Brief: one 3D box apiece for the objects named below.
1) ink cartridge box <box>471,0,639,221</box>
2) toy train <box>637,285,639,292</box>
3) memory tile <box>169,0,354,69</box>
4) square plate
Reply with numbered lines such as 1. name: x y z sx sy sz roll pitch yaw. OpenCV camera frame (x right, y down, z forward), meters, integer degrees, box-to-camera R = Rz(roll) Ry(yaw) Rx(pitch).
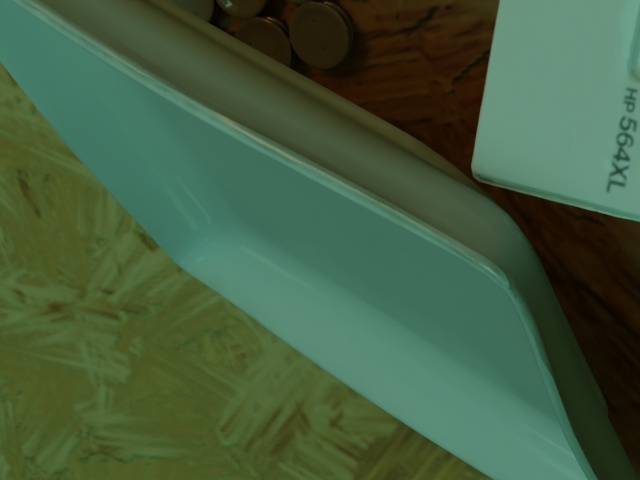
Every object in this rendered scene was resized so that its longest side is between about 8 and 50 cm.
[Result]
1. ink cartridge box: 0.148 -0.095 0.733 0.086 0.203 0.148 15 104 28
2. toy train: 0.190 -0.020 0.869 0.036 0.027 0.158 39 126 17
3. memory tile: -0.047 -0.153 0.975 0.113 0.012 0.148 -11 106 37
4. square plate: 0.000 0.000 0.856 0.344 0.049 0.347 31 167 30
